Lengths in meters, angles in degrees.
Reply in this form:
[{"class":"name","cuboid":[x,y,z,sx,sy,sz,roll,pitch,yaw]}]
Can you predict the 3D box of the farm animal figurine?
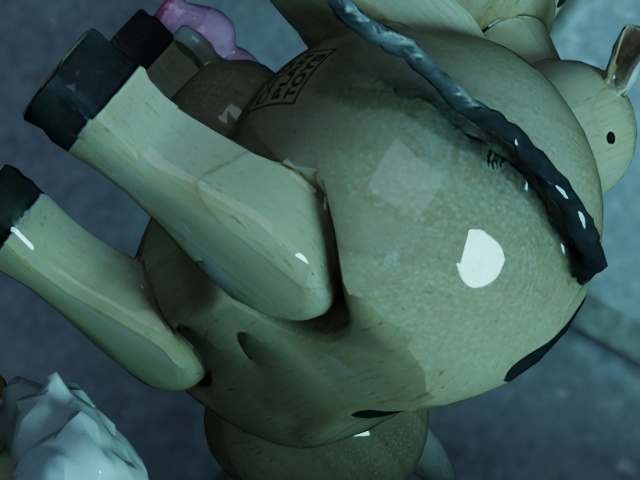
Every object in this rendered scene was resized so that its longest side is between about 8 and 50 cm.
[{"class":"farm animal figurine","cuboid":[0.000,0.000,0.543,0.172,0.327,0.330,38,80,-6]}]
